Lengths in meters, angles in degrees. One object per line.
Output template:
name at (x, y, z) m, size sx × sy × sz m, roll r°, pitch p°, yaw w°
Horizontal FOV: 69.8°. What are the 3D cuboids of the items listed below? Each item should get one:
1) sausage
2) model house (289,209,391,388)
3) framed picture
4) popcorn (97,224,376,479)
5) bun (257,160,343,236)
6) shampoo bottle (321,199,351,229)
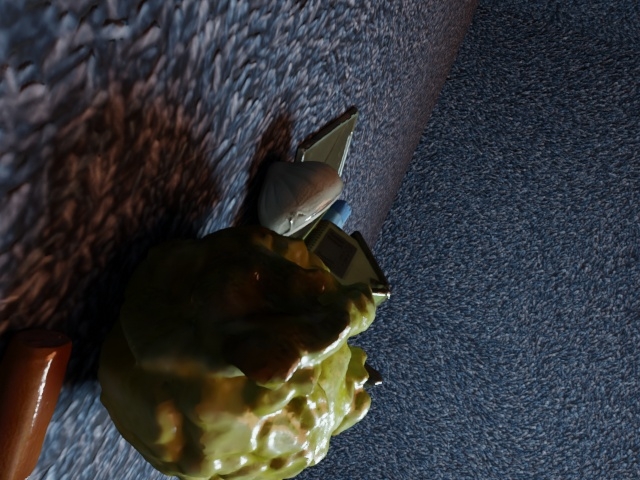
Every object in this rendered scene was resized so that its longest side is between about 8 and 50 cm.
sausage at (-0.223, 0.128, 0.341) m, size 0.041 × 0.039 × 0.131 m, roll -46°, pitch 159°, yaw -79°
model house at (0.032, 0.110, 0.745) m, size 0.218 × 0.279 × 0.204 m, roll -51°, pitch -179°, yaw 44°
framed picture at (0.000, -0.129, 0.907) m, size 0.289 × 0.016 × 0.213 m, roll -51°, pitch 160°, yaw -54°
popcorn at (-0.073, 0.103, 0.467) m, size 0.293 × 0.293 × 0.236 m, roll -55°, pitch 146°, yaw -45°
bun at (-0.040, -0.072, 0.656) m, size 0.138 × 0.094 × 0.138 m, roll -36°, pitch -171°, yaw 6°
shampoo bottle at (0.000, 0.000, 1.048) m, size 0.258 × 0.061 × 0.103 m, roll -56°, pitch 164°, yaw -40°
